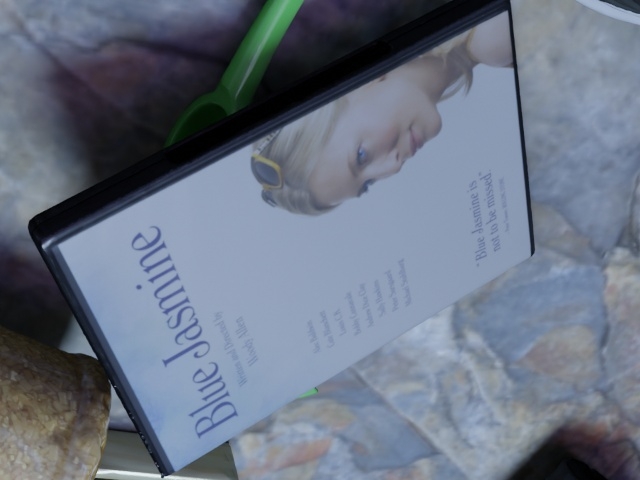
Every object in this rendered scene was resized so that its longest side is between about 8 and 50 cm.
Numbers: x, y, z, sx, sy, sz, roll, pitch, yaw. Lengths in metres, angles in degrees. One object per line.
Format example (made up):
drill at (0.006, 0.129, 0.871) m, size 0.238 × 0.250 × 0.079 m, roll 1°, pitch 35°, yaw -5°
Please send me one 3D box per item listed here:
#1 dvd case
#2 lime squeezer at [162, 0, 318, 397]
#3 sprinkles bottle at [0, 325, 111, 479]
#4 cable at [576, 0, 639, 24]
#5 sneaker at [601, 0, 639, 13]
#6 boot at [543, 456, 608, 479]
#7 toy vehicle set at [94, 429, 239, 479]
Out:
dvd case at (0.000, 0.000, 0.530) m, size 0.253 × 0.022 × 0.180 m, roll -29°, pitch 134°, yaw -14°
lime squeezer at (-0.037, -0.023, 0.535) m, size 0.109 × 0.059 × 0.311 m, roll -3°, pitch 123°, yaw -13°
sprinkles bottle at (-0.276, 0.045, 0.465) m, size 0.355 × 0.121 × 0.121 m, roll 28°, pitch 113°, yaw -26°
cable at (0.173, -0.218, 0.437) m, size 0.257 × 0.089 × 0.257 m, roll 9°, pitch 121°, yaw -21°
sneaker at (0.232, -0.096, 0.406) m, size 0.286 × 0.130 × 0.109 m, roll 0°, pitch 122°, yaw -20°
boot at (0.043, 0.324, 0.739) m, size 0.445 × 0.146 × 0.367 m, roll -43°, pitch 123°, yaw 15°
toy vehicle set at (-0.203, 0.184, 0.643) m, size 0.266 × 0.035 × 0.166 m, roll 10°, pitch 120°, yaw -21°
